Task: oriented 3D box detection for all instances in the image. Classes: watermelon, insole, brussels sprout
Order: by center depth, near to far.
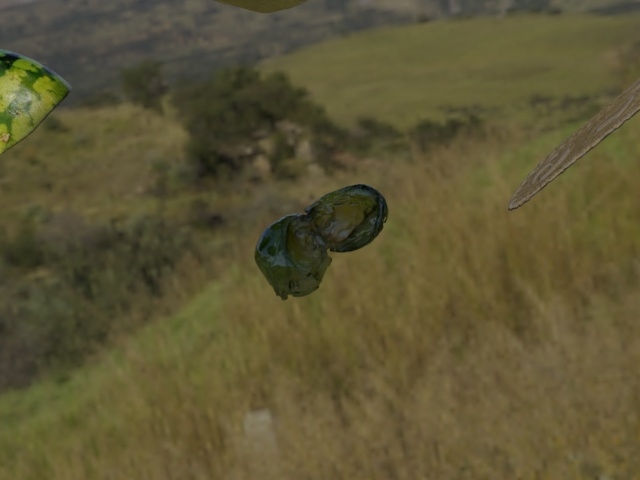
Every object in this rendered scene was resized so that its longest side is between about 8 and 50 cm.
[{"bbox_3d":[0.097,-0.049,0.430,0.135,0.002,0.045,-42,7,37],"label":"insole"},{"bbox_3d":[0.000,-0.001,0.936,0.083,0.046,0.051,-31,27,-13],"label":"brussels sprout"},{"bbox_3d":[-0.223,-0.091,1.046,0.087,0.069,0.163,-31,14,30],"label":"watermelon"}]

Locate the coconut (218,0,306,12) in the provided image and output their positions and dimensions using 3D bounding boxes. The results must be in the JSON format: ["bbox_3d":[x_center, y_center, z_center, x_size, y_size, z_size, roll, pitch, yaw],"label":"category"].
[{"bbox_3d":[-0.077,-0.331,1.206,0.323,0.323,0.323,-11,16,3],"label":"coconut"}]
